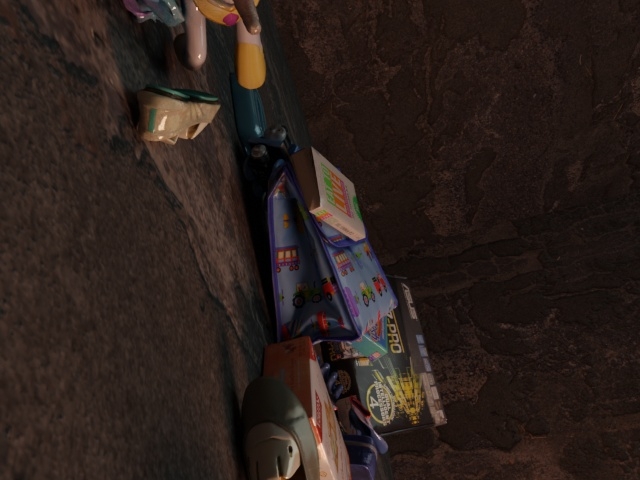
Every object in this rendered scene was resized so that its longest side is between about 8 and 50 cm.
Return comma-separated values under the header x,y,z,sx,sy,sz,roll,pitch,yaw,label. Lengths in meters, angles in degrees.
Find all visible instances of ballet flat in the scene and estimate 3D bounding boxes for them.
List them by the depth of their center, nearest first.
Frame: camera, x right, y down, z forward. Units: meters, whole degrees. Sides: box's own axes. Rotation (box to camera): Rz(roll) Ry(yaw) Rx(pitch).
x,y,z,sx,sy,sz,roll,pitch,yaw,label
-0.034,0.237,0.551,0.068,0.072,0.213,17,59,-79,ballet flat
-0.139,-0.121,0.560,0.168,0.057,0.052,-65,169,-77,ballet flat

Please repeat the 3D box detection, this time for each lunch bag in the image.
x,y,z,sx,sy,sz,roll,pitch,yaw,label
0.000,0.000,0.921,0.221,0.138,0.292,-18,93,-67,lunch bag
0.046,0.363,0.975,0.065,0.099,0.067,-70,152,-48,lunch bag

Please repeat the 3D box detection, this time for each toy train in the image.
x,y,z,sx,sy,sz,roll,pitch,yaw,label
-0.066,-0.115,0.974,0.184,0.080,0.105,63,44,-56,toy train
0.032,0.379,1.178,0.158,0.027,0.036,68,-1,-57,toy train

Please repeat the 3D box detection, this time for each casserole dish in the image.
x,y,z,sx,sy,sz,roll,pitch,yaw,label
-0.123,-0.219,1.037,0.114,0.037,0.188,69,8,-59,casserole dish

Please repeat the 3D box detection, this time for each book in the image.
x,y,z,sx,sy,sz,roll,pitch,yaw,label
0.016,-0.063,0.843,0.144,0.035,0.096,29,43,-57,book

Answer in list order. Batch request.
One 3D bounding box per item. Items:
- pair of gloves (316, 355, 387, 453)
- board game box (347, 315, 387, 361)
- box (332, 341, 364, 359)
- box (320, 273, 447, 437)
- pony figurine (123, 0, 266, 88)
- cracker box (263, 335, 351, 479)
x,y,z,sx,sy,sz,roll,pitch,yaw,label
0.045,0.291,1.025,0.198,0.023,0.159,38,-26,33,pair of gloves
0.054,0.138,1.231,0.210,0.047,0.160,38,30,-21,board game box
0.079,0.213,1.281,0.137,0.027,0.093,8,62,-45,box
0.138,0.272,1.411,0.318,0.097,0.394,12,58,-47,box
-0.097,-0.332,0.546,0.363,0.303,0.350,-163,-114,-78,pony figurine
-0.012,0.262,0.747,0.155,0.067,0.232,-95,170,-63,cracker box
